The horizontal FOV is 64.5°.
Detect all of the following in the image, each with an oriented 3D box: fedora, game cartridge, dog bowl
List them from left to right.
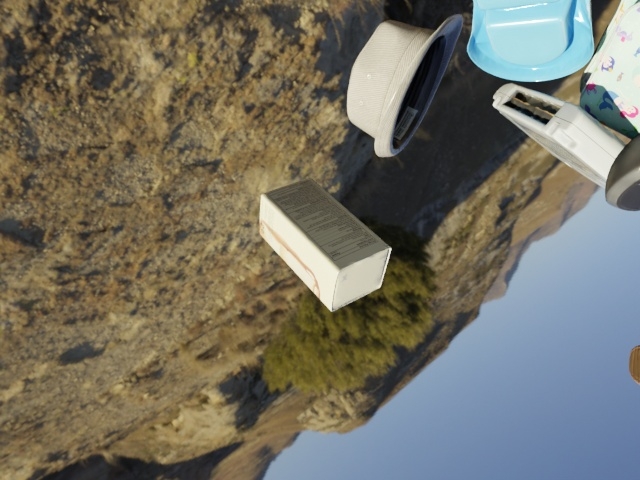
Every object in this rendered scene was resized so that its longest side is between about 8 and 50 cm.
[{"bbox_3d":[0.134,-0.293,0.918,0.244,0.124,0.275,-44,159,-45],"label":"fedora"},{"bbox_3d":[0.265,-0.318,0.656,0.297,0.166,0.074,33,70,-56],"label":"dog bowl"},{"bbox_3d":[0.390,-0.152,0.783,0.062,0.198,0.297,-56,-166,20],"label":"game cartridge"}]

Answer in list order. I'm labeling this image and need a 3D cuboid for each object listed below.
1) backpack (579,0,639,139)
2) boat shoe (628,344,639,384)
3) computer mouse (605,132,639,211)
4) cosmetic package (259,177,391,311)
[{"bbox_3d":[0.493,-0.226,0.656,0.191,0.254,0.225,-43,157,-22],"label":"backpack"},{"bbox_3d":[0.747,0.278,1.070,0.257,0.095,0.095,28,72,-79],"label":"boat shoe"},{"bbox_3d":[0.447,-0.105,0.567,0.272,0.072,0.188,-12,152,3],"label":"computer mouse"},{"bbox_3d":[0.000,0.000,1.153,0.153,0.296,0.129,-21,138,-29],"label":"cosmetic package"}]
